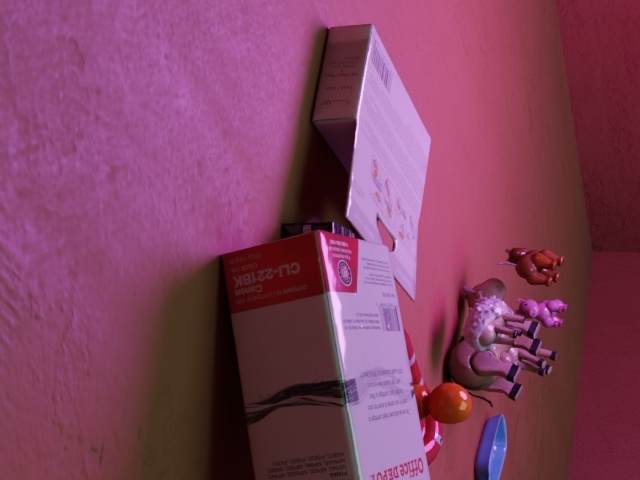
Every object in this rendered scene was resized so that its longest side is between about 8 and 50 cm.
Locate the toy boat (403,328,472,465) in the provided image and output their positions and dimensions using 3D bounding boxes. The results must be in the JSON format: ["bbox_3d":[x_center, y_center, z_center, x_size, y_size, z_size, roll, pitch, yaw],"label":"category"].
[{"bbox_3d":[0.134,0.224,1.344,0.231,0.151,0.151,69,32,-44],"label":"toy boat"}]

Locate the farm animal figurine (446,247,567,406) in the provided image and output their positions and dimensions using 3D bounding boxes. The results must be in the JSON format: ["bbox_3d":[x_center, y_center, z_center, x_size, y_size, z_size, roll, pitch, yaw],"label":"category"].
[{"bbox_3d":[0.332,0.170,1.840,0.327,0.172,0.330,-48,144,-41],"label":"farm animal figurine"}]

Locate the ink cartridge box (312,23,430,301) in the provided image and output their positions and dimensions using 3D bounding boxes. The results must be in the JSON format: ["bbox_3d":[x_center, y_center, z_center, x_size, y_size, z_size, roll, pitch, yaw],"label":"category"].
[{"bbox_3d":[0.068,-0.090,1.272,0.296,0.066,0.261,49,46,-59],"label":"ink cartridge box"}]

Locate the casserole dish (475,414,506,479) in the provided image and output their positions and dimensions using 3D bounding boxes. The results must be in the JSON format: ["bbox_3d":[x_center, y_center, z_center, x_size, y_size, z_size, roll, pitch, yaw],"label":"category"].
[{"bbox_3d":[0.362,0.454,2.076,0.188,0.037,0.114,-59,144,-49],"label":"casserole dish"}]

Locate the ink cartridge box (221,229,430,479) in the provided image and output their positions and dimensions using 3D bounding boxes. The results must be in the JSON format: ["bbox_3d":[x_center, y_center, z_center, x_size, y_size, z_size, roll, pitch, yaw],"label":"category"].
[{"bbox_3d":[0.011,0.140,1.001,0.197,0.114,0.272,12,65,-65],"label":"ink cartridge box"}]

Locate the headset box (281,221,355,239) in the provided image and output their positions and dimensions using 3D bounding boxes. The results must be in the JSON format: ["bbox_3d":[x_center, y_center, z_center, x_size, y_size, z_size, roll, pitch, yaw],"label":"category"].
[{"bbox_3d":[0.000,0.000,1.117,0.083,0.062,0.032,23,68,-67],"label":"headset box"}]
